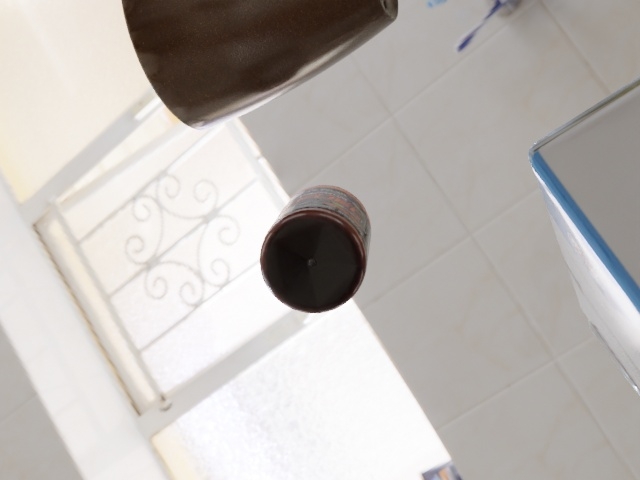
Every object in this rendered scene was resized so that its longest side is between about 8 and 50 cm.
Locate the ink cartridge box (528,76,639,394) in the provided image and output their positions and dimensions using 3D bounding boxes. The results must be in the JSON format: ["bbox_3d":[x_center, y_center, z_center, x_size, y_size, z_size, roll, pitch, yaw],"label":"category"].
[{"bbox_3d":[0.252,0.055,0.513,0.223,0.129,0.307,60,-172,27],"label":"ink cartridge box"}]

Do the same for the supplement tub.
[{"bbox_3d":[0.000,0.000,0.919,0.106,0.106,0.198,50,-168,-7],"label":"supplement tub"}]

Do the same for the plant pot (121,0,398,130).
[{"bbox_3d":[-0.046,-0.245,0.894,0.215,0.230,0.215,-13,-90,-70],"label":"plant pot"}]
